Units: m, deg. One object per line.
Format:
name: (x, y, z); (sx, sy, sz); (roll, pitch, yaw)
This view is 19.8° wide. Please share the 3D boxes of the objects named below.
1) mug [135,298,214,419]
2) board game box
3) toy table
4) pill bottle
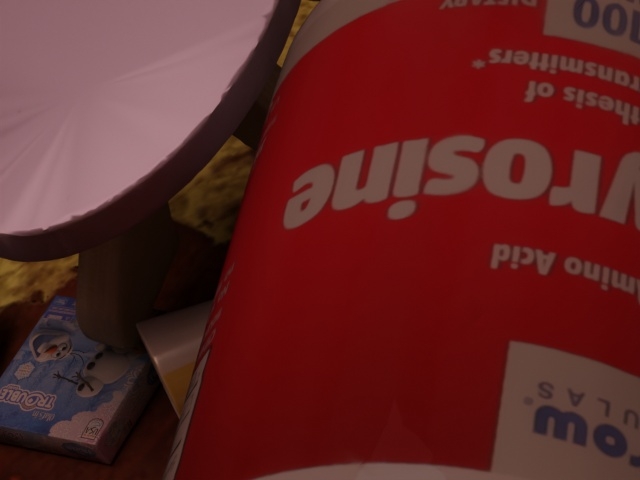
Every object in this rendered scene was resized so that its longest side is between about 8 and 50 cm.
mug: (-0.048, 0.063, 0.918); (0.064, 0.078, 0.062); (-25, 6, -8)
board game box: (-0.127, 0.072, 0.974); (0.090, 0.020, 0.090); (5, 52, 35)
toy table: (-0.087, -0.085, 0.938); (0.252, 0.161, 0.274); (25, 70, 25)
pill bottle: (0.059, 0.089, 0.681); (0.229, 0.229, 0.408); (-9, 44, 23)
